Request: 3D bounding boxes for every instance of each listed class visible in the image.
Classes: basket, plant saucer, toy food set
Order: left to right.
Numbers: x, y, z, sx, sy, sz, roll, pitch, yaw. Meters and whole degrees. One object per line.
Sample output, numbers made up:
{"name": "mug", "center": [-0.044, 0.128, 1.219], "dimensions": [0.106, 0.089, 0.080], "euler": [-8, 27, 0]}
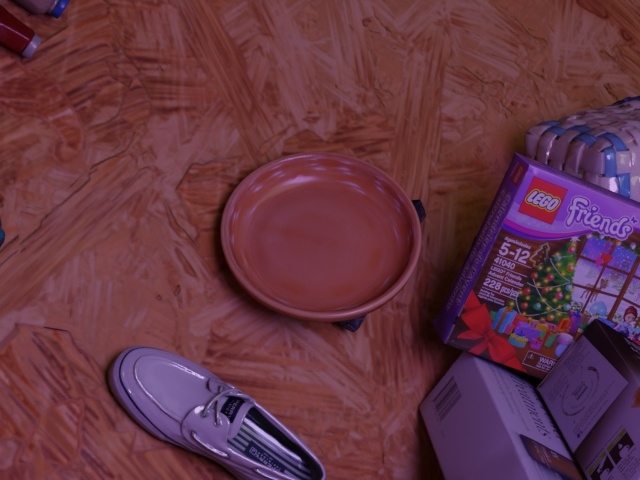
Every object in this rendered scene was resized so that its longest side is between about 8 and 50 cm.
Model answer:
{"name": "toy food set", "center": [-0.284, -0.230, 1.490], "dimensions": [0.104, 0.111, 0.232], "euler": [34, 25, -16]}
{"name": "plant saucer", "center": [0.000, 0.000, 1.583], "dimensions": [0.200, 0.037, 0.200], "euler": [1, 56, -2]}
{"name": "basket", "center": [0.383, -0.060, 1.758], "dimensions": [0.289, 0.255, 0.201], "euler": [-9, 104, -17]}

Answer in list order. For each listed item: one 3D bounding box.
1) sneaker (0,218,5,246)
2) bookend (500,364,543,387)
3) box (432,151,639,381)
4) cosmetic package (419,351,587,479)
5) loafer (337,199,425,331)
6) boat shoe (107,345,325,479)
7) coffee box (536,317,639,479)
{"name": "sneaker", "center": [-0.379, 0.032, 1.333], "dimensions": [0.178, 0.124, 0.295], "euler": [48, 52, 6]}
{"name": "bookend", "center": [0.273, 0.143, 1.713], "dimensions": [0.157, 0.072, 0.156], "euler": [-17, 80, -35]}
{"name": "box", "center": [0.287, 0.056, 1.613], "dimensions": [0.293, 0.057, 0.201], "euler": [20, 103, -16]}
{"name": "cosmetic package", "center": [0.261, 0.277, 1.501], "dimensions": [0.284, 0.097, 0.377], "euler": [33, 15, -18]}
{"name": "loafer", "center": [0.058, 0.024, 1.643], "dimensions": [0.170, 0.062, 0.061], "euler": [-45, 106, -26]}
{"name": "boat shoe", "center": [-0.089, 0.164, 1.479], "dimensions": [0.226, 0.076, 0.083], "euler": [34, 56, -16]}
{"name": "coffee box", "center": [0.315, 0.191, 1.500], "dimensions": [0.141, 0.098, 0.246], "euler": [31, 15, -20]}
